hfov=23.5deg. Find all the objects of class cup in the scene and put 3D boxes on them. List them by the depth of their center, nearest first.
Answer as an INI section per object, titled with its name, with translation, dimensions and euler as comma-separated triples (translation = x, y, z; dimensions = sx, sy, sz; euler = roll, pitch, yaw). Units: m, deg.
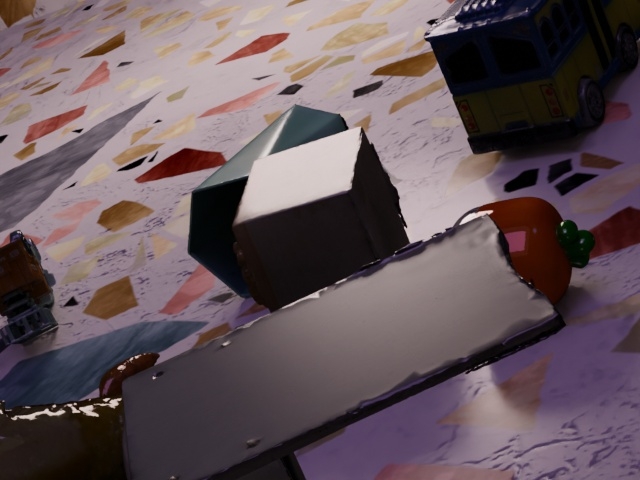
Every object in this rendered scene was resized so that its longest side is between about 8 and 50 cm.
[cup]
translation = -0.039, -0.059, 1.677
dimensions = 0.148, 0.134, 0.235
euler = -10, 25, 26

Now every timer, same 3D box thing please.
[timer]
translation = 0.179, 0.015, 1.338
dimensions = 0.136, 0.099, 0.136
euler = -13, 36, 9

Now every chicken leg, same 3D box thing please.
[chicken leg]
translation = -0.201, 0.186, 1.322
dimensions = 0.429, 0.152, 0.201
euler = -24, 34, -16

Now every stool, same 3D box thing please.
[stool]
translation = 0.045, 0.165, 0.945
dimensions = 0.270, 0.243, 0.170
euler = -25, 23, 1

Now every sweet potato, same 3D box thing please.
[sweet potato]
translation = -0.194, 0.137, 1.533
dimensions = 0.034, 0.034, 0.095
euler = -7, 18, 37

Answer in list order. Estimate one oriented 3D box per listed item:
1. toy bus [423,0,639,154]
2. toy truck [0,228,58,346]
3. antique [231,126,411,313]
[toy bus]
translation = 0.249, -0.233, 1.700
dimensions = 0.138, 0.175, 0.287
euler = -9, 27, 36
[toy truck]
translation = -0.351, 0.058, 1.778
dimensions = 0.080, 0.115, 0.178
euler = -27, 0, -4
[antique]
translation = 0.000, 0.000, 1.478
dimensions = 0.148, 0.152, 0.146
euler = -16, 26, 15
